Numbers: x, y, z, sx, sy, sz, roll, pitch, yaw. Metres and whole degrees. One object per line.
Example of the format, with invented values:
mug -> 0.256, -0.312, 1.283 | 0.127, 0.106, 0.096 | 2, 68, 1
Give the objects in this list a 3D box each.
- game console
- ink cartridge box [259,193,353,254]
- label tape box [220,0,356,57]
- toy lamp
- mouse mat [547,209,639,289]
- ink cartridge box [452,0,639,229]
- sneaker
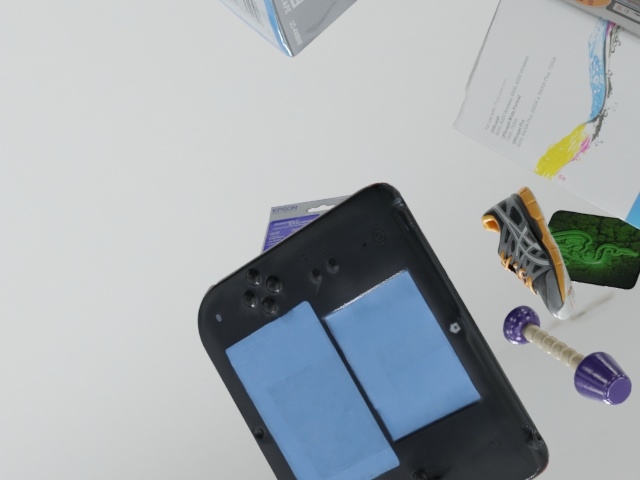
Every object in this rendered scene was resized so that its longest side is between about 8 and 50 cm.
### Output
game console -> 0.045, 0.169, 1.313 | 0.342, 0.386, 0.060 | -33, 175, 33
ink cartridge box -> 0.000, 0.000, 1.911 | 0.206, 0.045, 0.208 | -8, -143, 13
label tape box -> 0.003, -0.388, 1.107 | 0.347, 0.115, 0.249 | -44, -117, -8
toy lamp -> 0.391, 0.184, 1.720 | 0.080, 0.080, 0.274 | -40, -154, -7
mouse mat -> 0.474, 0.014, 1.884 | 0.189, 0.007, 0.152 | 8, -125, 32
ink cartridge box -> 0.274, -0.147, 0.986 | 0.232, 0.168, 0.171 | 30, -138, 16
sneaker -> 0.289, 0.025, 1.493 | 0.083, 0.084, 0.215 | -22, -131, 6
